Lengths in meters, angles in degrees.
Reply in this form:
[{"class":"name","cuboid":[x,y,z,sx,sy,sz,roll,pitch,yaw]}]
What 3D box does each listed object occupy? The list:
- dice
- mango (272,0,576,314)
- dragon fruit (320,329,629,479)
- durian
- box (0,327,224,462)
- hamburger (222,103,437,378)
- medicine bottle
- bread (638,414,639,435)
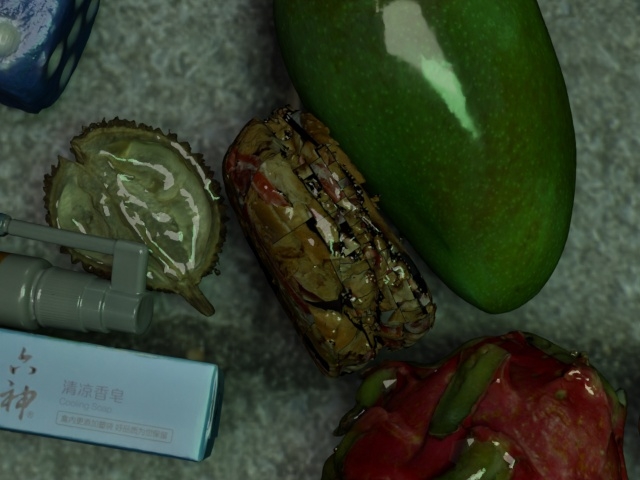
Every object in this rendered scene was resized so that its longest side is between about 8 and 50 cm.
[{"class":"dice","cuboid":[-0.269,-0.197,1.332,0.146,0.143,0.146,21,87,0]},{"class":"mango","cuboid":[0.090,-0.124,1.297,0.201,0.225,0.382,-23,85,23]},{"class":"dragon fruit","cuboid":[0.124,0.199,1.258,0.231,0.237,0.303,41,65,-20]},{"class":"durian","cuboid":[-0.138,-0.018,1.339,0.148,0.091,0.188,-34,87,13]},{"class":"box","cuboid":[-0.197,0.121,1.295,0.232,0.142,0.083,8,83,0]},{"class":"hamburger","cuboid":[0.000,0.000,1.279,0.106,0.231,0.231,-29,85,-3]},{"class":"medicine bottle","cuboid":[-0.242,0.027,1.312,0.220,0.061,0.092,9,100,17]},{"class":"bread","cuboid":[0.364,0.200,1.292,0.174,0.121,0.246,-31,90,-43]}]
